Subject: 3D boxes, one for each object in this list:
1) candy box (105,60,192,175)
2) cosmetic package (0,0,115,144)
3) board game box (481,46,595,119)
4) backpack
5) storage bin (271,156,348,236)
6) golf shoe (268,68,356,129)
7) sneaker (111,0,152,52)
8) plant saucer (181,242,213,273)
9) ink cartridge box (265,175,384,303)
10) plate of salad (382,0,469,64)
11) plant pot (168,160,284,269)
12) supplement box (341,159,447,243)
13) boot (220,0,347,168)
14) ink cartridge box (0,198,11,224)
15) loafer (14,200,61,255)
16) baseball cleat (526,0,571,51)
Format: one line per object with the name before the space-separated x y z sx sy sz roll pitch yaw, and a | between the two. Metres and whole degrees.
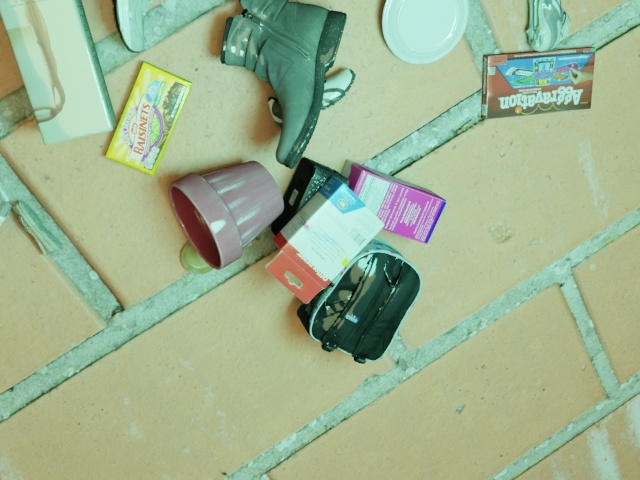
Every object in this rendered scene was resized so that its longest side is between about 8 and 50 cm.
candy box | -0.345 -0.242 1.389 0.105 0.027 0.206 21 101 -19
cosmetic package | -0.475 -0.340 1.249 0.129 0.153 0.296 -15 111 -10
board game box | 0.507 -0.367 1.610 0.281 0.027 0.145 -8 112 -14
backpack | 0.093 0.117 1.558 0.225 0.191 0.254 26 107 -26
storage bin | -0.026 -0.076 1.492 0.084 0.122 0.180 20 101 -22
golf shoe | -0.019 -0.310 1.440 0.198 0.077 0.094 -37 114 -3
sneaker | -0.325 -0.481 1.278 0.121 0.099 0.263 -5 111 -20
plant saucer | -0.263 0.032 1.515 0.083 0.015 0.084 -6 110 -16
ink cartridge box | 0.000 0.000 1.415 0.231 0.078 0.134 -46 115 2
plate of salad | 0.221 -0.477 1.473 0.199 0.048 0.200 -8 121 -14
plant pot | -0.183 -0.068 1.419 0.180 0.201 0.201 -32 115 -22
supplement box | 0.150 -0.087 1.549 0.220 0.111 0.114 19 102 -21
boot | -0.096 -0.323 1.359 0.222 0.118 0.338 16 81 -4
ink cartridge box | -0.667 -0.068 1.310 0.135 0.099 0.056 33 96 -24
loafer | -0.575 -0.021 1.387 0.039 0.045 0.125 -31 117 2
baseball cleat | 0.510 -0.529 1.542 0.109 0.072 0.206 -11 114 -30
